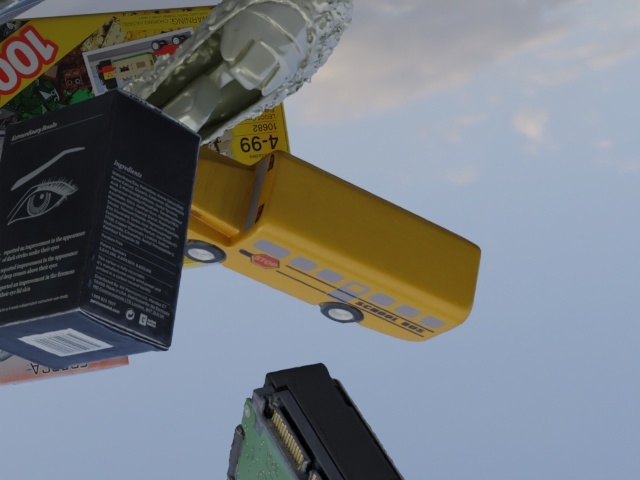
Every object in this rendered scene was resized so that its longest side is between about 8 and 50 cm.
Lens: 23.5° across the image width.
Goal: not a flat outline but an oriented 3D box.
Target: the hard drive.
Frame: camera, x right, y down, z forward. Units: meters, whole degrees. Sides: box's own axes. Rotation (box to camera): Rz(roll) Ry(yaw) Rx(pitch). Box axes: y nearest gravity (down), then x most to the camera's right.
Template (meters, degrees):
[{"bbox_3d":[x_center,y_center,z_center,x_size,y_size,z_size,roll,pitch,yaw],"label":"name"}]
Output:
[{"bbox_3d":[0.001,0.276,0.970,0.064,0.339,0.237,-11,-137,-26],"label":"hard drive"}]

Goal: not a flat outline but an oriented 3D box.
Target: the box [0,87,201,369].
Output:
[{"bbox_3d":[-0.203,-0.007,1.331,0.153,0.108,0.207,-12,-118,39],"label":"box"}]

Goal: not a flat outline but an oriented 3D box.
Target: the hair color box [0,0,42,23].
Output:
[{"bbox_3d":[-0.373,-0.377,1.419,0.185,0.374,0.113,-17,-168,45],"label":"hair color box"}]

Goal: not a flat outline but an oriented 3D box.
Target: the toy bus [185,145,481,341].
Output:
[{"bbox_3d":[0.000,0.000,1.660,0.130,0.332,0.108,-29,-138,55],"label":"toy bus"}]

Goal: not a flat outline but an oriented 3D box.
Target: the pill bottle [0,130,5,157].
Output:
[{"bbox_3d":[-0.312,-0.060,1.605,0.186,0.112,0.112,-1,-159,13],"label":"pill bottle"}]

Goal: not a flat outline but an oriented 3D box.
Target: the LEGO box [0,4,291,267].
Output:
[{"bbox_3d":[-0.309,-0.128,2.210,0.500,0.372,0.193,-9,179,-23],"label":"LEGO box"}]

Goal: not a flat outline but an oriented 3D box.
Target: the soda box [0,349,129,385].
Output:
[{"bbox_3d":[-0.302,0.120,1.662,0.183,0.063,0.058,-7,174,-30],"label":"soda box"}]

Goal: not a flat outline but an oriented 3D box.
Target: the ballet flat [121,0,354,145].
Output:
[{"bbox_3d":[-0.118,-0.176,1.788,0.409,0.147,0.147,-39,-165,10],"label":"ballet flat"}]
